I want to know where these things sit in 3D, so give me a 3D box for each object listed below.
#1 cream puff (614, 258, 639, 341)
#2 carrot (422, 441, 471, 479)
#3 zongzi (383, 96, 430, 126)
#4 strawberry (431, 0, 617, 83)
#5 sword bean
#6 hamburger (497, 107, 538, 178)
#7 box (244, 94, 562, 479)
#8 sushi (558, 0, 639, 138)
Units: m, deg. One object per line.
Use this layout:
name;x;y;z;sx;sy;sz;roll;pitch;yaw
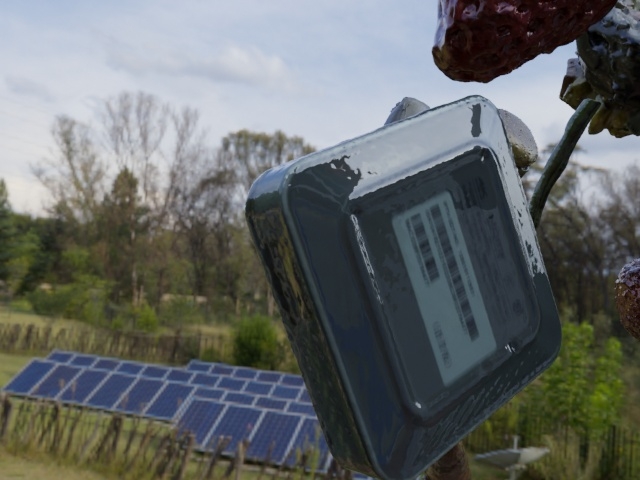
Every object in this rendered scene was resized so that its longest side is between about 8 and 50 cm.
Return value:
cream puff;0.586;0.112;1.080;0.240;0.163;0.240;18;-17;6
carrot;0.246;0.421;1.323;0.102;0.101;0.263;4;-32;13
zongzi;0.178;-0.187;1.766;0.145;0.273;0.300;18;-27;-11
strawberry;0.289;-0.371;0.988;0.295;0.344;0.317;31;-18;-18
sword bean;0.441;-0.138;1.288;0.043;0.269;0.038;22;11;-8
hamburger;0.451;-0.240;1.726;0.189;0.122;0.215;33;35;2
box;0.133;0.045;0.876;0.397;0.395;0.111;-26;12;-34
sushi;0.672;-0.333;1.402;0.328;0.328;0.285;-14;-41;-23
